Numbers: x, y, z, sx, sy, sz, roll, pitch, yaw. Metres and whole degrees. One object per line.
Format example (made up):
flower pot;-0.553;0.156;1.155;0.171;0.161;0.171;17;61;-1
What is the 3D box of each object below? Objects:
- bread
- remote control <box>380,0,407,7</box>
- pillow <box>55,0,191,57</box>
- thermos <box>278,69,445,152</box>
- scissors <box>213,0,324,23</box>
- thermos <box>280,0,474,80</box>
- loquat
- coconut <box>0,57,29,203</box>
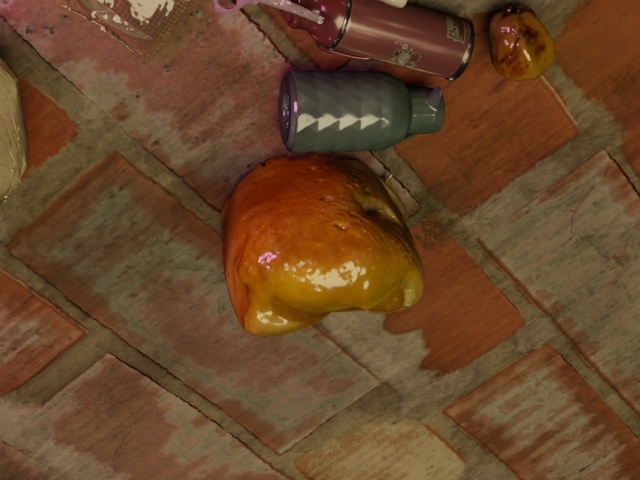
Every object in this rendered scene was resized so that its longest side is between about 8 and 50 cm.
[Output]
bread;0.000;0.000;1.831;0.360;0.394;0.250;-10;111;-2
remote control;0.140;-0.493;1.659;0.090;0.049;0.230;18;101;-24
pillow;-0.327;-0.393;1.675;0.211;0.034;0.135;28;116;-27
thermos;0.073;-0.219;1.831;0.286;0.145;0.182;-1;157;-14
scissors;-0.090;-0.392;1.666;0.212;0.021;0.110;27;122;15
thermos;0.085;-0.362;1.757;0.330;0.136;0.110;11;94;-20
loquat;0.349;-0.346;1.807;0.113;0.137;0.137;-16;132;32
coconut;-0.625;-0.190;1.568;0.346;0.346;0.360;-5;132;-9
